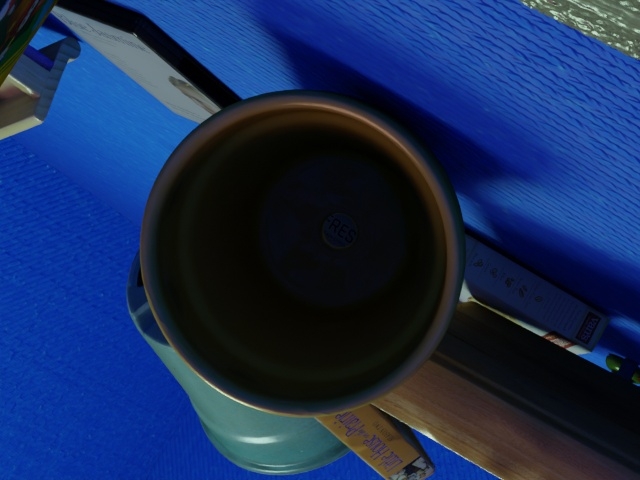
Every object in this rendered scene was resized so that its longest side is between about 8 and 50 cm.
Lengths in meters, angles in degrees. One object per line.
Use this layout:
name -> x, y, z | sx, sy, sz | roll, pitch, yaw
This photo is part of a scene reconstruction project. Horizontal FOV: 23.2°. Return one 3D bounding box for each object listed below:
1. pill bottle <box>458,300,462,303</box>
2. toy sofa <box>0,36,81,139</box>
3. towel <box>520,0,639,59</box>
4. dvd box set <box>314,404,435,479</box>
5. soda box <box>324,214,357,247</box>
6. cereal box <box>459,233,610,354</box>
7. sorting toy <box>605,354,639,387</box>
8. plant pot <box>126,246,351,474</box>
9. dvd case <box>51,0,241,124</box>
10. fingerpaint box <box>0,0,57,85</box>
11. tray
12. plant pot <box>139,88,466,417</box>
pill bottle -> 0.125, 0.115, 1.821 | 0.161, 0.161, 0.283 | 29, 173, 20
toy sofa -> -0.449, -0.273, 1.717 | 0.150, 0.177, 0.362 | -14, 140, 45
towel -> 0.139, -0.111, 0.697 | 0.148, 0.027, 0.110 | 28, 174, 16
dvd box set -> -0.008, 0.118, 1.826 | 0.307, 0.062, 0.420 | 57, -177, 27
soda box -> 0.015, -0.007, 1.863 | 0.183, 0.058, 0.063 | 35, 173, -26
cereal box -> 0.165, 0.041, 1.591 | 0.240, 0.047, 0.173 | 31, 173, 1
sorting toy -> 0.342, 0.160, 1.707 | 0.061, 0.042, 0.102 | 36, 172, -36
plant pot -> -0.097, 0.120, 2.257 | 0.341, 0.341, 0.334 | 26, 164, 35
dvd case -> -0.163, -0.173, 1.581 | 0.180, 0.022, 0.253 | 25, 171, 41
fingerpaint box -> -0.424, -0.295, 1.240 | 0.445, 0.163, 0.371 | 32, 173, -9
tray -> 0.237, 0.173, 1.390 | 0.411, 0.076, 0.203 | 28, -160, 32
plant pot -> 0.000, 0.000, 1.303 | 0.254, 0.254, 0.239 | 31, -170, 4
